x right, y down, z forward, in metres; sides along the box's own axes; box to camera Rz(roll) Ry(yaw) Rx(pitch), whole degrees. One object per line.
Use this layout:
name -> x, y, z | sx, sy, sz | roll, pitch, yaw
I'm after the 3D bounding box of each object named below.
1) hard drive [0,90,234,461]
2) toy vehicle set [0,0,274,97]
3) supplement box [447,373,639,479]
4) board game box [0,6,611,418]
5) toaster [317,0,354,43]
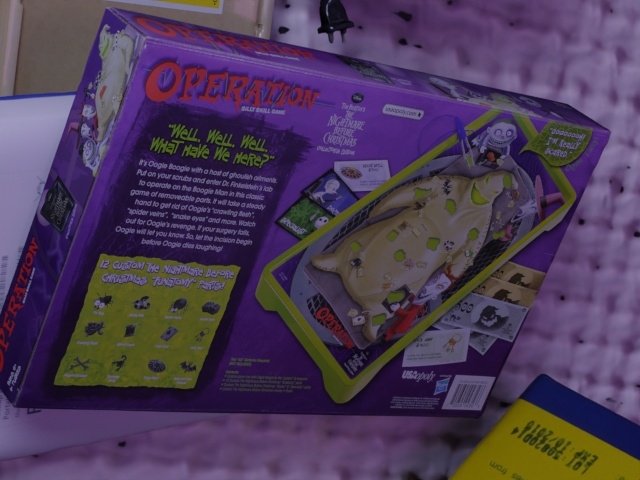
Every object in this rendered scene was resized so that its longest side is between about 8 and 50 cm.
hard drive -> -0.103, 0.015, 0.895 | 0.319, 0.040, 0.210 | -8, 122, -35
toy vehicle set -> -0.099, -0.169, 0.889 | 0.166, 0.035, 0.266 | 3, 99, -37
supplement box -> 0.128, 0.300, 1.041 | 0.356, 0.194, 0.195 | -46, 138, -19
board game box -> 0.000, 0.000, 0.904 | 0.347, 0.056, 0.208 | 7, 117, -41
toaster -> 0.075, -0.225, 0.947 | 0.146, 0.129, 0.227 | -2, 100, -38
